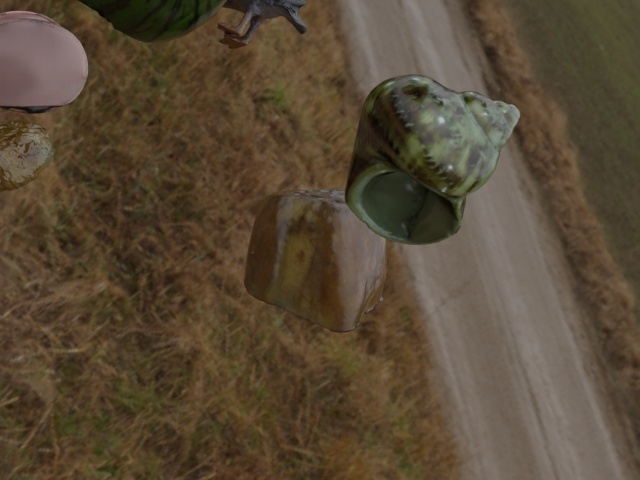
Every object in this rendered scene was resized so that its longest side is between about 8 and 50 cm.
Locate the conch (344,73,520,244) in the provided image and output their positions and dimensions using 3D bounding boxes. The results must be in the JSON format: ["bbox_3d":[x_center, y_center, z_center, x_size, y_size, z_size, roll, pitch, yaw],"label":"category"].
[{"bbox_3d":[0.113,-0.087,0.882,0.124,0.181,0.187,-50,125,-26],"label":"conch"}]

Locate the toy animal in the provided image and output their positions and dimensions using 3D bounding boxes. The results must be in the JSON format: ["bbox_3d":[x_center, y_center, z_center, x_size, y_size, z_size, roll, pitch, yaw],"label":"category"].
[{"bbox_3d":[-0.170,-0.555,2.014,0.122,0.298,0.185,56,45,-68],"label":"toy animal"}]

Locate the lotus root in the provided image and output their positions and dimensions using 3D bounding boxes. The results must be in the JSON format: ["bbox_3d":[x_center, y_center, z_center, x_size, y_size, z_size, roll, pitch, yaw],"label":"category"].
[{"bbox_3d":[0.000,0.000,1.787,0.316,0.249,0.316,7,24,-3],"label":"lotus root"}]

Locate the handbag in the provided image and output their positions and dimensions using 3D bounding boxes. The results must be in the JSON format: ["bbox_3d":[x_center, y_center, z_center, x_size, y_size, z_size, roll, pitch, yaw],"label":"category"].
[{"bbox_3d":[-0.521,-0.315,1.510,0.205,0.179,0.116,-4,29,-19],"label":"handbag"}]

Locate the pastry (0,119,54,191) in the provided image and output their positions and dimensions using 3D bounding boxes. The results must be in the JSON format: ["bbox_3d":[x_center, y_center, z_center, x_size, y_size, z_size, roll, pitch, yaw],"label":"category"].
[{"bbox_3d":[-0.494,-0.130,1.337,0.153,0.153,0.081,-73,163,-57],"label":"pastry"}]

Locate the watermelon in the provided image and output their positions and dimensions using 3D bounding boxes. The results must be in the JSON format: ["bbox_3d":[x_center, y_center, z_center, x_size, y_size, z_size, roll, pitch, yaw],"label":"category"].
[{"bbox_3d":[-0.216,-0.435,1.234,0.189,0.330,0.331,30,17,27],"label":"watermelon"}]
